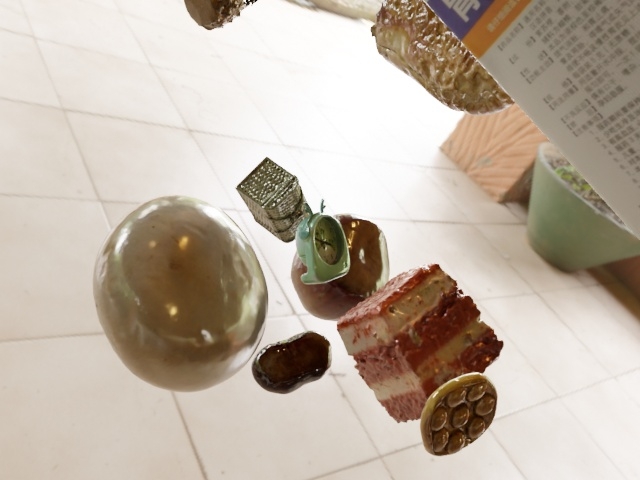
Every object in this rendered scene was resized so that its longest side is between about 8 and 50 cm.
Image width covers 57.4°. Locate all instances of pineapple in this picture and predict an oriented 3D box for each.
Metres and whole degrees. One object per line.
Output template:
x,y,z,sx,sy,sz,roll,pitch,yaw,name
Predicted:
-0.178,-0.554,1.271,0.128,0.128,0.248,39,56,10,pineapple

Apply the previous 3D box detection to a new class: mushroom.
-0.093,0.348,1.608,0.226,0.217,0.148,-9,73,-22,mushroom
-0.268,0.101,1.083,0.362,0.294,0.363,43,38,-47,mushroom

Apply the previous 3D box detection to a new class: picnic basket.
-0.117,-0.104,1.632,0.154,0.134,0.196,39,-14,27,picnic basket

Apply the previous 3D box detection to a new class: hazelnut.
0.060,0.088,2.089,0.359,0.359,0.410,27,47,-11,hazelnut

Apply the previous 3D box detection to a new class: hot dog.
0.318,-0.441,1.144,0.196,0.367,0.365,7,35,-40,hot dog

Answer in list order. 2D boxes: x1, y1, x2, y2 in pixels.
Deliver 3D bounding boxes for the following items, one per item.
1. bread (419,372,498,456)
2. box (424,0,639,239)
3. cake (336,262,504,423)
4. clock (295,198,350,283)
0.155,0.196,0.657,0.110,0.110,0.024,12,15,-31,bread
0.212,-0.145,0.346,0.106,0.200,0.299,-37,85,-29,box
0.240,0.256,1.484,0.269,0.270,0.320,-33,86,-30,cake
0.000,0.000,1.492,0.159,0.065,0.211,-12,92,-53,clock
